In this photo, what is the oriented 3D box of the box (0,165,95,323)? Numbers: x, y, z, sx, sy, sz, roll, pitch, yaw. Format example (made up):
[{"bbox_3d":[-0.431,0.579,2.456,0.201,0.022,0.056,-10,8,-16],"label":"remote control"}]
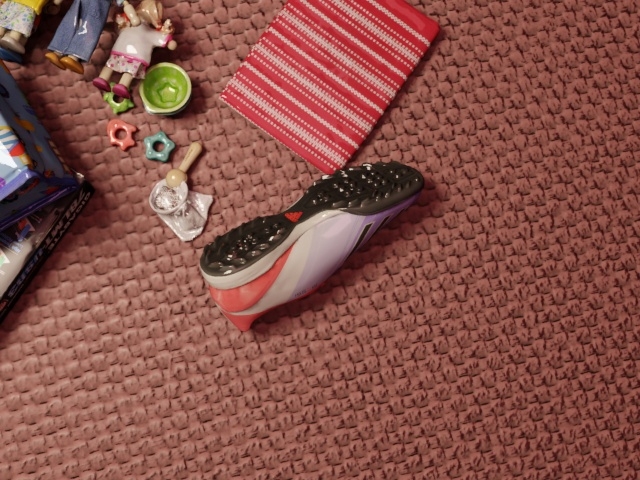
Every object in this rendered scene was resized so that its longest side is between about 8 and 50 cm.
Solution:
[{"bbox_3d":[-0.491,-0.030,0.916,0.295,0.073,0.293,32,81,-1],"label":"box"}]

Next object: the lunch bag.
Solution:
[{"bbox_3d":[-0.474,-0.082,0.843,0.293,0.138,0.221,-32,88,3],"label":"lunch bag"}]

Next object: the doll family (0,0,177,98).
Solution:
[{"bbox_3d":[-0.314,-0.299,0.929,0.263,0.118,0.163,19,79,10],"label":"doll family"}]

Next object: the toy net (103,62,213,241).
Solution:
[{"bbox_3d":[-0.212,-0.111,0.967,0.122,0.045,0.232,-12,83,-7],"label":"toy net"}]

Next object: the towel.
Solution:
[{"bbox_3d":[0.016,-0.246,1.016,0.199,0.031,0.275,35,82,-2],"label":"towel"}]

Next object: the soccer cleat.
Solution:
[{"bbox_3d":[0.000,0.000,0.954,0.318,0.108,0.116,-29,128,-19],"label":"soccer cleat"}]
